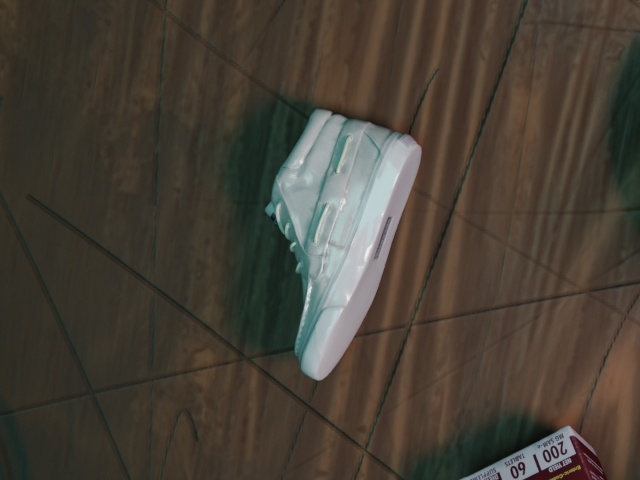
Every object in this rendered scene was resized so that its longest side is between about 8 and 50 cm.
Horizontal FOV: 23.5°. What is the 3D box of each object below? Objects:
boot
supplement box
[{"bbox_3d":[0.000,0.000,1.534,0.123,0.095,0.258,22,92,17],"label":"boot"},{"bbox_3d":[0.230,0.311,1.443,0.130,0.073,0.239,-30,52,15],"label":"supplement box"}]
